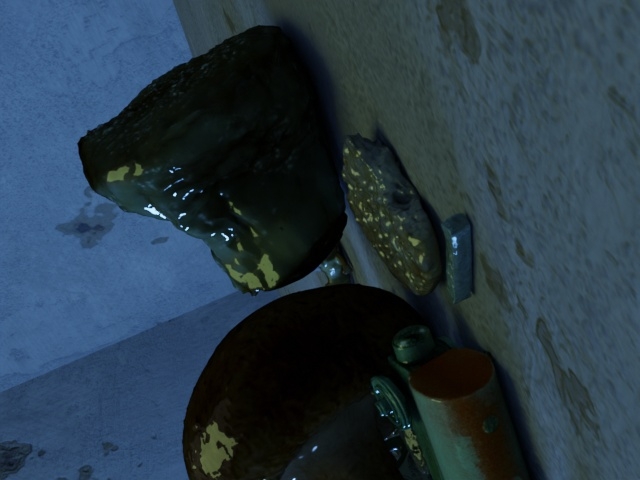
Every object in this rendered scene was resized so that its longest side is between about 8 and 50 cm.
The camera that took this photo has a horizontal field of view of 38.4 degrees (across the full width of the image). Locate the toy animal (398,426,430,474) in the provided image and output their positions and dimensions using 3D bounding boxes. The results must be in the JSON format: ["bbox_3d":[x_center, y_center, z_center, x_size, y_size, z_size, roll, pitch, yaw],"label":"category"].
[{"bbox_3d":[0.125,0.197,1.278,0.079,0.070,0.253,-34,67,54],"label":"toy animal"}]

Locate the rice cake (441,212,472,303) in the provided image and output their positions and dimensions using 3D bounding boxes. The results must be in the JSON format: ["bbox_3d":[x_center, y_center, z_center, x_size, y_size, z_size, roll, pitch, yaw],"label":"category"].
[{"bbox_3d":[0.123,0.018,0.820,0.022,0.022,0.121,60,171,36],"label":"rice cake"}]

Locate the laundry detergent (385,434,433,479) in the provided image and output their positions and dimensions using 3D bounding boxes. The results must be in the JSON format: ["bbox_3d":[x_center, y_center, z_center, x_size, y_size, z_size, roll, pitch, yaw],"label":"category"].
[{"bbox_3d":[0.101,0.370,1.373,0.063,0.210,0.137,76,170,-58],"label":"laundry detergent"}]

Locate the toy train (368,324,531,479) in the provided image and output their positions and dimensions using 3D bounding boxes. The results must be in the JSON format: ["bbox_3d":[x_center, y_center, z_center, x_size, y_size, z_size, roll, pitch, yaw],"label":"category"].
[{"bbox_3d":[0.154,0.226,0.954,0.177,0.116,0.286,25,138,62],"label":"toy train"}]

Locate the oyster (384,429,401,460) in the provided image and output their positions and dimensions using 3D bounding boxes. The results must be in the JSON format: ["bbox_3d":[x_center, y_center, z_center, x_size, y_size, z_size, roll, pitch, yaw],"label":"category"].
[{"bbox_3d":[0.127,0.317,1.568,0.233,0.107,0.161,50,178,-30],"label":"oyster"}]

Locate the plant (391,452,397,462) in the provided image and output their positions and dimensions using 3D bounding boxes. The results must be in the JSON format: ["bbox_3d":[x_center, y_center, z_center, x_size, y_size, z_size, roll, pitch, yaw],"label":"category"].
[{"bbox_3d":[0.079,0.401,1.816,0.321,0.181,0.194,-116,6,-67],"label":"plant"}]

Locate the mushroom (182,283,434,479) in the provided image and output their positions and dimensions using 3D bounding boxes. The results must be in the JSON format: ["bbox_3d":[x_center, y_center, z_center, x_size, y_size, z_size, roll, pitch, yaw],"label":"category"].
[{"bbox_3d":[0.005,0.244,1.091,0.334,0.330,0.356,99,157,-55],"label":"mushroom"}]

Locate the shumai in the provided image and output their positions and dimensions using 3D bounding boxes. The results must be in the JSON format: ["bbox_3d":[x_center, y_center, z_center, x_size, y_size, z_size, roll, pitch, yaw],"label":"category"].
[{"bbox_3d":[-0.115,-0.091,1.261,0.323,0.324,0.397,54,-177,-20],"label":"shumai"}]

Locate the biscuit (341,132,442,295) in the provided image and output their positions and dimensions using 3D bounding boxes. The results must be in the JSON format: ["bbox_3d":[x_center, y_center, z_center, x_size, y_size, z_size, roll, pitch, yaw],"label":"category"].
[{"bbox_3d":[0.072,-0.032,0.988,0.265,0.040,0.188,-134,21,-68],"label":"biscuit"}]

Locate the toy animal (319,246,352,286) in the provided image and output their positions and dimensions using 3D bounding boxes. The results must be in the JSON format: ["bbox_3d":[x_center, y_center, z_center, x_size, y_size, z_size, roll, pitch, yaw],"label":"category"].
[{"bbox_3d":[0.000,0.000,1.593,0.099,0.056,0.241,-164,51,-82],"label":"toy animal"}]

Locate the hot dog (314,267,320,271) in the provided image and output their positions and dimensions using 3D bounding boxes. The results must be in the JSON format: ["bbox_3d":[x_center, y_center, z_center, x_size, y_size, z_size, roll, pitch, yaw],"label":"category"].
[{"bbox_3d":[-0.051,-0.056,1.702,0.131,0.069,0.253,17,-132,-66],"label":"hot dog"}]
